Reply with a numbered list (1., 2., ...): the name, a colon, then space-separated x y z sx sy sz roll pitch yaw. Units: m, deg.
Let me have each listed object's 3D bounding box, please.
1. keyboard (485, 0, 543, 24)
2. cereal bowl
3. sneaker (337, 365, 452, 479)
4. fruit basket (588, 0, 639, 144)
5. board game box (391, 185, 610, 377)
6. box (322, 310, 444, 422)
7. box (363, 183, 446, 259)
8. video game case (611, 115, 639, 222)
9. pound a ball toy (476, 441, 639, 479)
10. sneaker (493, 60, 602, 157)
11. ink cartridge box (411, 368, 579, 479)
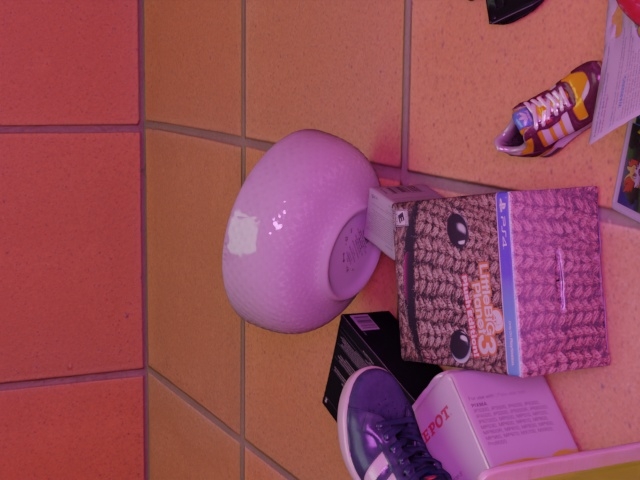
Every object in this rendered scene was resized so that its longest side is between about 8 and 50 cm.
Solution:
1. keyboard: 0.237 -0.455 1.599 0.201 0.033 0.317 -15 79 56
2. cereal bowl: 0.000 0.000 1.848 0.141 0.339 0.339 21 115 32
3. sneaker: 0.131 0.320 1.472 0.148 0.131 0.350 -33 69 51
4. fruit basket: 0.393 -0.289 1.134 0.353 0.165 0.327 131 154 -66
5. board game box: 0.234 0.053 1.551 0.291 0.141 0.232 -4 90 64
6. box: 0.114 0.260 1.863 0.261 0.103 0.184 49 132 50
7. box: 0.136 -0.030 1.778 0.102 0.101 0.087 41 130 54
8. video game case: 0.446 -0.139 1.223 0.300 0.036 0.329 39 128 55
9. pound a ball toy: 0.308 0.340 1.247 0.208 0.319 0.135 38 127 56
10. sneaker: 0.294 -0.161 1.465 0.185 0.084 0.069 -55 46 52
11. ink cartridge box: 0.245 0.395 1.555 0.279 0.160 0.384 -60 42 47
